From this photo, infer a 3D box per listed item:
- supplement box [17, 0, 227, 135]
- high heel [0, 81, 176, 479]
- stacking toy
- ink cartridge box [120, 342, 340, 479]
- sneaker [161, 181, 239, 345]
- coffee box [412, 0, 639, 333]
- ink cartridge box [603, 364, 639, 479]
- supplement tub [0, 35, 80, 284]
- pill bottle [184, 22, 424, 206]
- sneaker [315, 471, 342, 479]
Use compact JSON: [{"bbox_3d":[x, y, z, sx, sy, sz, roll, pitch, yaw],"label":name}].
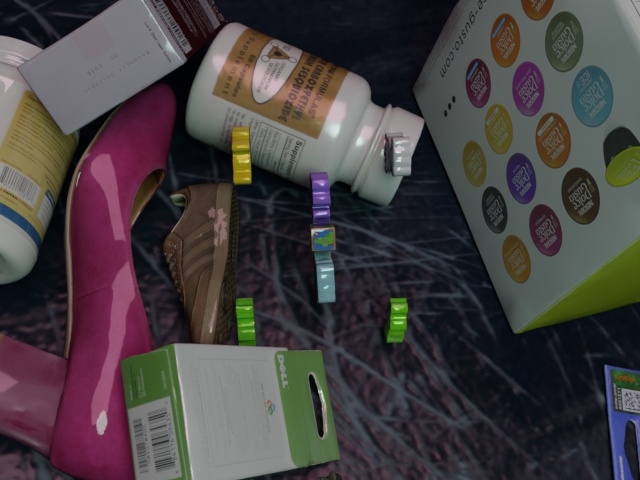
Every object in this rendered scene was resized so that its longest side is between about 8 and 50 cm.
[{"bbox_3d":[-0.178,-0.191,0.737,0.130,0.239,0.073,-28,109,13],"label":"supplement box"},{"bbox_3d":[-0.163,0.029,0.713,0.181,0.127,0.377,21,69,-5],"label":"high heel"},{"bbox_3d":[0.000,0.000,0.739,0.166,0.052,0.221,-2,102,-5],"label":"stacking toy"},{"bbox_3d":[-0.070,0.151,0.661,0.209,0.062,0.109,14,60,-56],"label":"ink cartridge box"},{"bbox_3d":[-0.122,0.027,0.757,0.071,0.066,0.188,-2,57,6],"label":"sneaker"},{"bbox_3d":[0.347,-0.140,0.777,0.338,0.338,0.334,-10,67,-18],"label":"coffee box"},{"bbox_3d":[0.449,0.226,0.772,0.311,0.065,0.186,10,61,-5],"label":"ink cartridge box"},{"bbox_3d":[-0.310,-0.074,0.711,0.144,0.144,0.200,13,61,-6],"label":"supplement tub"},{"bbox_3d":[-0.015,-0.127,0.809,0.229,0.131,0.131,24,61,0],"label":"pill bottle"},{"bbox_3d":[-0.055,0.251,0.638,0.227,0.087,0.130,15,53,-1],"label":"sneaker"}]
